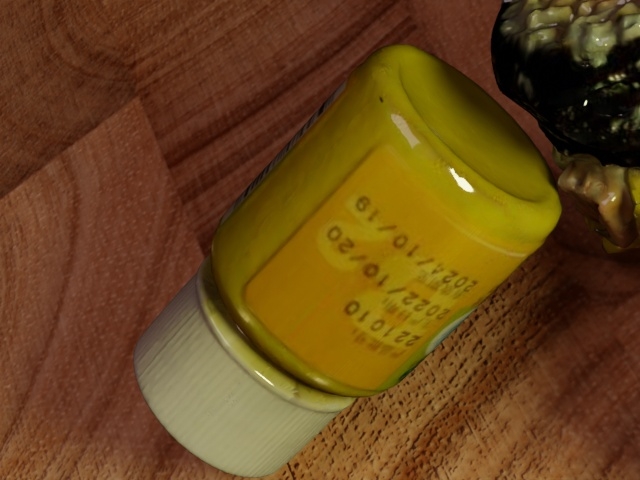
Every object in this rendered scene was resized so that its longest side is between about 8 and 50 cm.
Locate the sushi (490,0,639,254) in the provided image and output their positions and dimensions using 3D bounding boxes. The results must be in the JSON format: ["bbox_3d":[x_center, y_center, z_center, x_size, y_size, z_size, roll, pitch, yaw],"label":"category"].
[{"bbox_3d":[0.333,-0.156,1.334,0.329,0.285,0.328,-14,33,29],"label":"sushi"}]

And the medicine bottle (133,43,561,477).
[{"bbox_3d":[0.015,0.029,1.419,0.384,0.224,0.224,-46,42,24],"label":"medicine bottle"}]

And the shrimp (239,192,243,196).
[{"bbox_3d":[-0.007,0.003,1.613,0.117,0.066,0.262,-46,48,-1],"label":"shrimp"}]
